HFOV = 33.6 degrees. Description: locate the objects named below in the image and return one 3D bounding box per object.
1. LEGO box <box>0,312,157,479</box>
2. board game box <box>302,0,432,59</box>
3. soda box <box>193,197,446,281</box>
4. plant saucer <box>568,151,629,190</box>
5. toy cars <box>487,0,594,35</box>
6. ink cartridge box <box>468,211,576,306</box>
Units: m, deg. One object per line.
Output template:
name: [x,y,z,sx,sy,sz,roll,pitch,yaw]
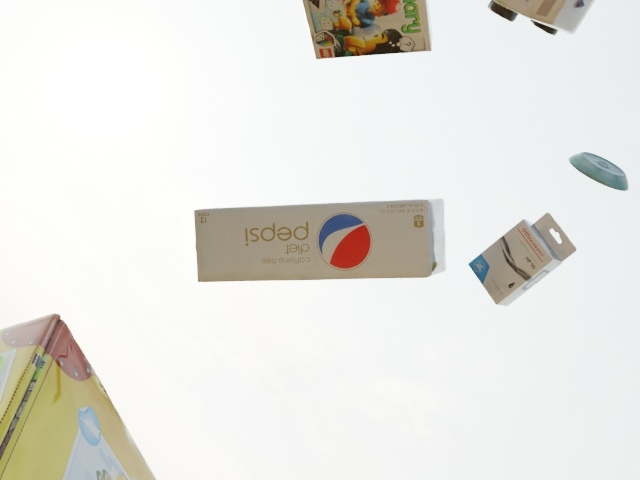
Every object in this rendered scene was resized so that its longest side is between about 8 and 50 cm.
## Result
LEGO box: [-0.270,0.359,0.878,0.193,0.500,0.372,-19,-65,11]
board game box: [0.062,-0.410,1.620,0.193,0.053,0.305,-3,-38,11]
soda box: [0.000,0.000,0.946,0.216,0.069,0.074,-2,2,17]
plant saucer: [0.499,-0.127,1.885,0.119,0.119,0.021,30,-65,12]
toy cars: [0.250,-0.334,1.098,0.087,0.176,0.393,44,-16,33]
ink cartridge box: [0.180,0.015,0.948,0.028,0.083,0.048,16,37,-58]
